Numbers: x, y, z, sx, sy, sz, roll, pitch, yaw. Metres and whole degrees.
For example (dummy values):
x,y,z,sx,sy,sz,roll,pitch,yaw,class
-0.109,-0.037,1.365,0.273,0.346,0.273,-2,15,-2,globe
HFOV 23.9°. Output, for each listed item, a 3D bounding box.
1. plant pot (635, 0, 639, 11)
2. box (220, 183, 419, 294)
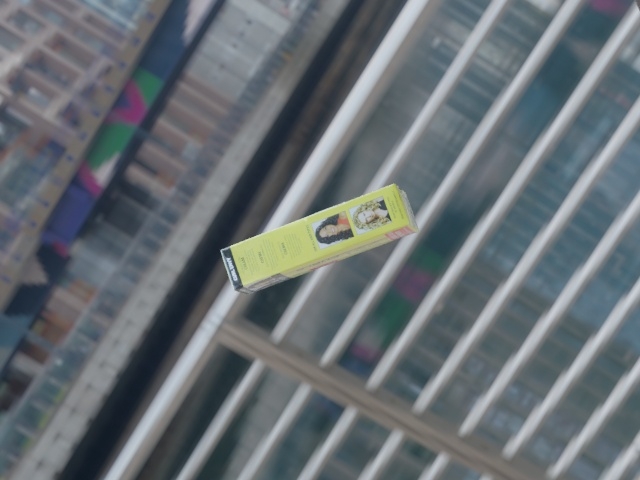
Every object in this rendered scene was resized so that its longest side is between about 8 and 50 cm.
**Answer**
x,y,z,sx,sy,sz,roll,pitch,yaw,class
0.532,-0.444,2.245,0.215,0.230,0.215,-21,48,26,plant pot
0.000,0.000,1.860,0.232,0.058,0.087,-21,-10,8,box
